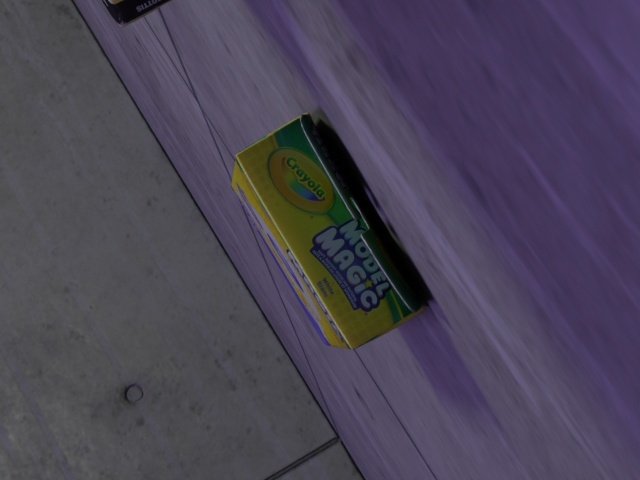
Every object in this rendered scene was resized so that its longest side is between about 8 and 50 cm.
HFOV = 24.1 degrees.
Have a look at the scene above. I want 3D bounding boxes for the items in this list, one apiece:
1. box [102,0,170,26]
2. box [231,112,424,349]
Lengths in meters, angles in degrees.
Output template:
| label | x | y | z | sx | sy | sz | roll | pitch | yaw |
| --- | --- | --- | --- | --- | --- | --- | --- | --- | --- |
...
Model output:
| label | x | y | z | sx | sy | sz | roll | pitch | yaw |
| --- | --- | --- | --- | --- | --- | --- | --- | --- | --- |
| box | -0.108 | -0.195 | 0.571 | 0.087 | 0.058 | 0.232 | 56 | 173 | 39 |
| box | 0.000 | 0.000 | 0.721 | 0.105 | 0.043 | 0.179 | 59 | 173 | 1 |
